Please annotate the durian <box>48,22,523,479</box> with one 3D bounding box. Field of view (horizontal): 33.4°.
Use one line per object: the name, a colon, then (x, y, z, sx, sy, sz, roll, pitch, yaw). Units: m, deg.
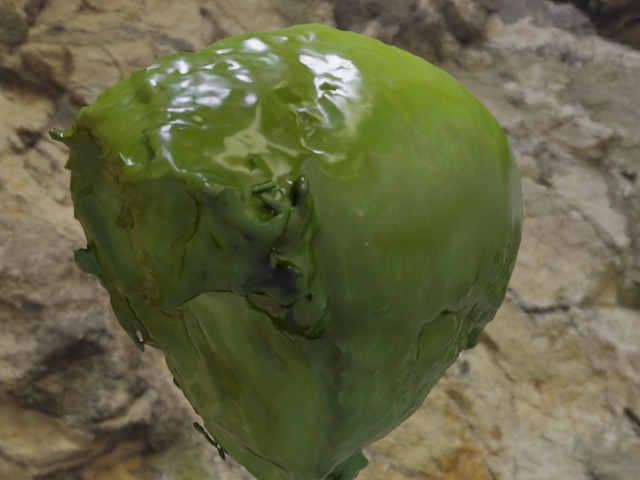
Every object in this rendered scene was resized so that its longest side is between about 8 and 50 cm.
durian: (0.000, 0.000, 0.611, 0.340, 0.205, 0.255, -35, -44, -47)
